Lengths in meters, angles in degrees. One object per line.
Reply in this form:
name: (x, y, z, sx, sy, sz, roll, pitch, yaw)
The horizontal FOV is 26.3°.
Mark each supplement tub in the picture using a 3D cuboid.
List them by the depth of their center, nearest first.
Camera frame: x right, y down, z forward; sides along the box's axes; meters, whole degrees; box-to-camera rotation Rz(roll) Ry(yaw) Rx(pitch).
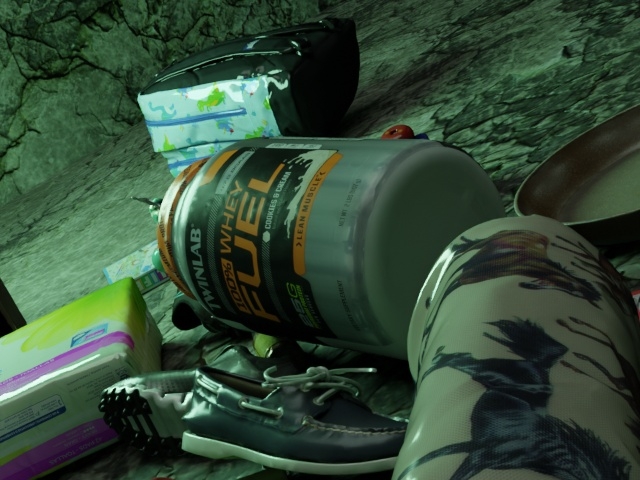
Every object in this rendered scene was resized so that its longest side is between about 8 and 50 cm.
supplement tub: (0.000, 0.000, 1.273, 0.316, 0.193, 0.193, 5, 34, 48)

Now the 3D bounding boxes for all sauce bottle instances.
sauce bottle: (-0.046, 0.105, 1.370, 0.042, 0.042, 0.128, -29, 17, -5)

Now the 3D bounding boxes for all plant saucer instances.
plant saucer: (0.336, -0.076, 1.308, 0.310, 0.050, 0.310, -25, 15, 7)

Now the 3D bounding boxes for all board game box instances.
board game box: (-0.253, 0.042, 1.960, 0.103, 0.026, 0.154, -29, 15, -7)

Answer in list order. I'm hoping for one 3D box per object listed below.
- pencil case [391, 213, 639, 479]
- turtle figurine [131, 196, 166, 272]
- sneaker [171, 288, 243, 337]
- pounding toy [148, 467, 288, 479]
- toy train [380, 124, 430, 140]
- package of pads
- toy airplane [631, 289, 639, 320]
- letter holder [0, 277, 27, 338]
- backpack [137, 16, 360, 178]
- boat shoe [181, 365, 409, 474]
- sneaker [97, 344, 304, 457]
pencil case: (0.114, 0.136, 0.786, 0.160, 0.183, 0.410, 5, 22, 7)
turtle figurine: (-0.156, -0.013, 1.810, 0.175, 0.118, 0.234, 9, 21, 42)
sneaker: (-0.069, 0.061, 1.509, 0.267, 0.101, 0.106, 1, 59, 51)
pounding toy: (-0.125, 0.216, 1.011, 0.183, 0.110, 0.237, -25, 16, 9)
toy train: (0.033, -0.023, 1.579, 0.248, 0.105, 0.143, -26, 28, 5)
package of pads: (-0.291, 0.161, 1.495, 0.229, 0.101, 0.296, -26, 14, 1)
toy airplane: (0.255, 0.062, 1.031, 0.151, 0.028, 0.151, -27, 15, 8)
letter holder: (-0.545, 0.050, 1.900, 0.152, 0.302, 0.214, -29, 15, -6)
backpack: (-0.133, -0.229, 2.290, 0.355, 0.273, 0.290, 4, 29, 21)
boat shoe: (-0.014, 0.138, 1.079, 0.095, 0.079, 0.254, 4, -4, -40)
sneaker: (-0.105, 0.146, 1.282, 0.234, 0.078, 0.106, -8, 21, 41)
